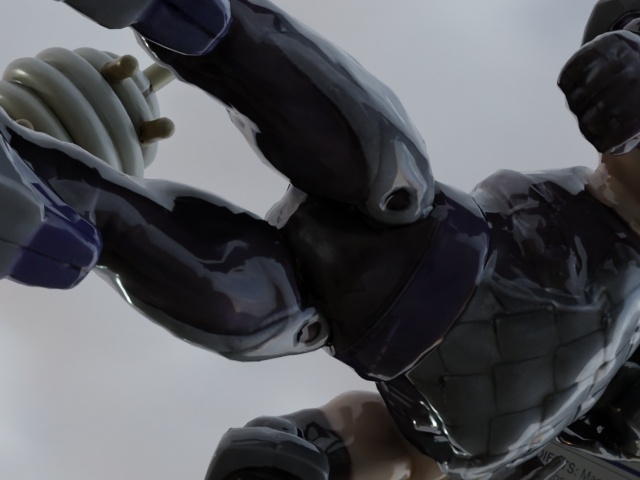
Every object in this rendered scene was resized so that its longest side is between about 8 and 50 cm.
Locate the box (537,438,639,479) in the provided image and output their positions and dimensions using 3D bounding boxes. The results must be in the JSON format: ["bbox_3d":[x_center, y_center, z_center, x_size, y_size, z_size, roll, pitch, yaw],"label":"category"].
[{"bbox_3d":[0.113,0.079,0.573,0.126,0.072,0.137,25,-72,16],"label":"box"}]

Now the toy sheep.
[{"bbox_3d":[-0.114,-0.048,0.861,0.091,0.132,0.091,41,-32,33],"label":"toy sheep"}]

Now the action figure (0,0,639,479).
[{"bbox_3d":[0.000,0.000,0.418,0.285,0.099,0.185,28,-79,-30],"label":"action figure"}]
